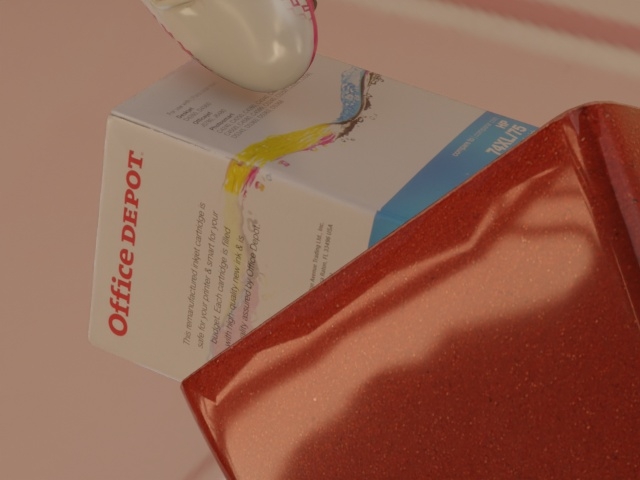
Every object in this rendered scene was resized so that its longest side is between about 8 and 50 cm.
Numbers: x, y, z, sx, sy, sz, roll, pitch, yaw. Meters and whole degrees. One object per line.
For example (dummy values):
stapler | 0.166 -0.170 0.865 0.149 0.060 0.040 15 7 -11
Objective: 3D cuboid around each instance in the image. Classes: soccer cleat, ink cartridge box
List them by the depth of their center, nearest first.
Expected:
soccer cleat | -0.138 -0.227 1.300 0.331 0.143 0.116 53 -52 14
ink cartridge box | 0.000 0.000 1.362 0.270 0.197 0.198 21 -57 19

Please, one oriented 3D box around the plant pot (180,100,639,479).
plant pot | 0.140 0.118 0.870 0.267 0.267 0.236 -35 -117 35
